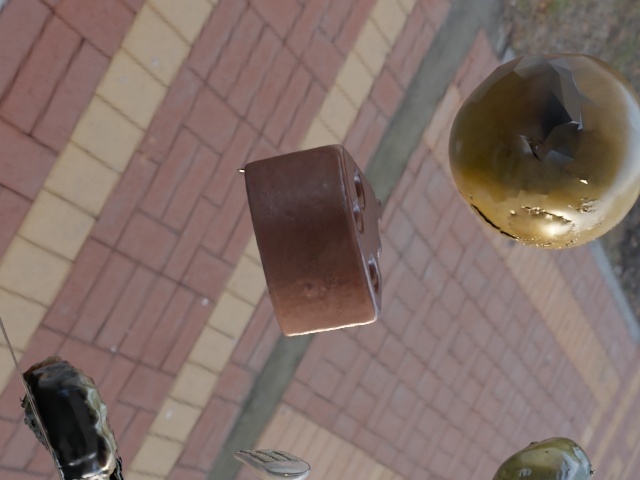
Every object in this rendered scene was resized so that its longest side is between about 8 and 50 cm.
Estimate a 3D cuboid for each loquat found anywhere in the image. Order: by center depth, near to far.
[{"bbox_3d":[0.268,-0.104,1.313,0.235,0.235,0.235,-38,141,-39],"label":"loquat"}]

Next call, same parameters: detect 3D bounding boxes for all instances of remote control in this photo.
[{"bbox_3d":[-0.074,0.344,1.708,0.073,0.229,0.044,-1,86,-19],"label":"remote control"}]

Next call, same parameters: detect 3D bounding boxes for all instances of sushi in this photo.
[{"bbox_3d":[-0.192,0.122,0.847,0.050,0.264,0.290,-21,178,-16],"label":"sushi"}]

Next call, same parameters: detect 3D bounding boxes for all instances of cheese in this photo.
[{"bbox_3d":[-0.002,0.016,1.255,0.203,0.128,0.177,50,33,-67],"label":"cheese"}]

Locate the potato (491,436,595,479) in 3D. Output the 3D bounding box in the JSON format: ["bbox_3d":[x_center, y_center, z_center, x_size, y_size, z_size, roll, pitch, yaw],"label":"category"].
[{"bbox_3d":[0.208,0.226,1.056,0.091,0.070,0.138,-47,162,19],"label":"potato"}]

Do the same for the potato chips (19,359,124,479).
[{"bbox_3d":[-0.247,0.213,1.126,0.029,0.220,0.202,-13,122,-34],"label":"potato chips"}]
